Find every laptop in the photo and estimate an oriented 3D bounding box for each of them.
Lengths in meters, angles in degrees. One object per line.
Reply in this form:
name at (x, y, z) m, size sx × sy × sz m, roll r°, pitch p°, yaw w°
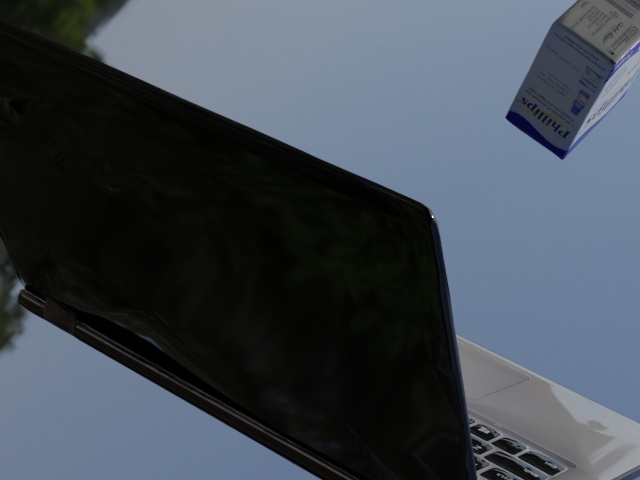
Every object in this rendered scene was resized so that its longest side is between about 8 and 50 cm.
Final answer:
laptop at (0.000, 0.000, 0.997) m, size 0.408 × 0.382 × 0.236 m, roll -12°, pitch 121°, yaw -52°

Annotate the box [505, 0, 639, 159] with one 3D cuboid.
box at (0.251, -0.167, 1.511) m, size 0.126 × 0.072 × 0.137 m, roll -43°, pitch 165°, yaw -36°
